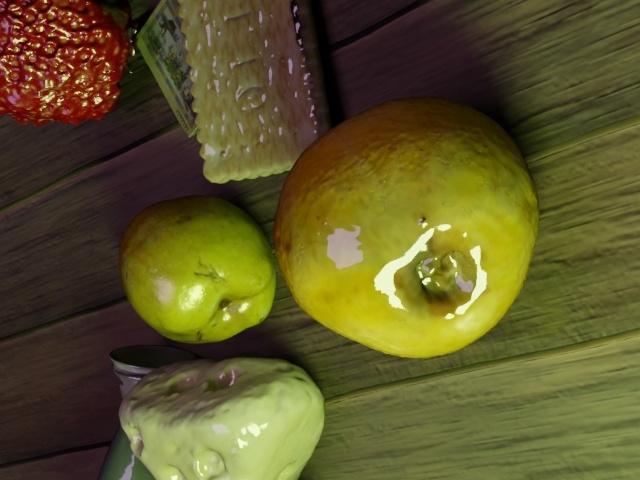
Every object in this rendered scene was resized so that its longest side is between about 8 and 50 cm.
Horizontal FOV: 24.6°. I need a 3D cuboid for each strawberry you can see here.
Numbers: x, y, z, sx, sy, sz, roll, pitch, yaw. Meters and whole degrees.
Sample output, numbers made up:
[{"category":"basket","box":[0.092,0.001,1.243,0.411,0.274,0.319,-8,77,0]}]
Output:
[{"category":"strawberry","box":[-0.388,-0.277,1.945,0.261,0.257,0.261,4,96,50]}]

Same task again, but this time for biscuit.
[{"category":"biscuit","box":[-0.083,-0.239,1.761,0.217,0.044,0.325,-11,88,43]}]

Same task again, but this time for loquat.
[{"category":"loquat","box":[0.089,-0.013,1.507,0.275,0.275,0.275,16,112,45]}]

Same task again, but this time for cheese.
[{"category":"cheese","box":[-0.121,0.230,1.829,0.251,0.173,0.248,48,130,12]}]

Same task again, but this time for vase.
[{"category":"vase","box":[-0.239,0.311,2.018,0.173,0.173,0.321,17,108,44]}]

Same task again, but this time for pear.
[{"category":"pear","box":[-0.154,0.035,1.827,0.200,0.200,0.200,16,112,45]}]

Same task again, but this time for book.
[{"category":"book","box":[-0.161,-0.252,1.884,0.192,0.013,0.168,-47,66,43]}]
